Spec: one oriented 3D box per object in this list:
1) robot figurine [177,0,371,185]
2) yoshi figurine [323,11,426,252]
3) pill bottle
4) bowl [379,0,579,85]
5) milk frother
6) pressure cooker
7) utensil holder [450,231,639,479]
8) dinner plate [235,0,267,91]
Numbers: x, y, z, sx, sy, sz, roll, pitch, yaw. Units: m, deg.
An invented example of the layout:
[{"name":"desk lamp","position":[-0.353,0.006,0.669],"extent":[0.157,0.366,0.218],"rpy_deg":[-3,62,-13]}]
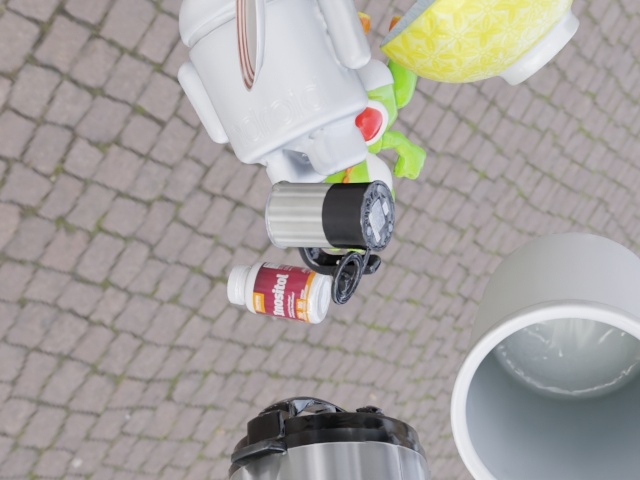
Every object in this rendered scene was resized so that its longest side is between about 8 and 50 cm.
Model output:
[{"name":"robot figurine","position":[-0.065,-0.244,1.487],"extent":[0.300,0.354,0.200],"rpy_deg":[-25,-179,29]},{"name":"yoshi figurine","position":[0.065,-0.162,1.687],"extent":[0.203,0.203,0.362],"rpy_deg":[8,93,-43]},{"name":"pill bottle","position":[-0.066,0.080,1.726],"extent":[0.086,0.152,0.086],"rpy_deg":[8,90,-72]},{"name":"bowl","position":[0.228,-0.288,1.353],"extent":[0.289,0.156,0.289],"rpy_deg":[-44,-172,8]},{"name":"milk frother","position":[0.000,0.000,1.267],"extent":[0.143,0.134,0.129],"rpy_deg":[-31,117,-55]},{"name":"pressure cooker","position":[0.025,0.481,1.897],"extent":[0.375,0.421,0.370],"rpy_deg":[-2,149,-6]},{"name":"utensil holder","position":[0.377,0.183,1.619],"extent":[0.385,0.327,0.328],"rpy_deg":[-53,166,-68]},{"name":"dinner plate","position":[-0.071,-0.224,1.118],"extent":[0.017,0.141,0.141],"rpy_deg":[-2,129,-13]}]
